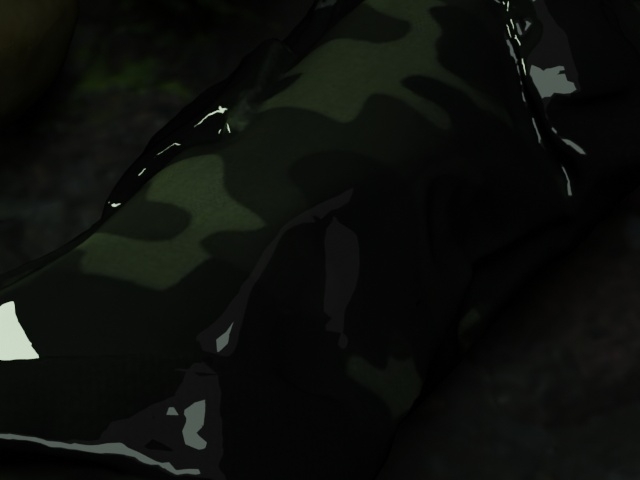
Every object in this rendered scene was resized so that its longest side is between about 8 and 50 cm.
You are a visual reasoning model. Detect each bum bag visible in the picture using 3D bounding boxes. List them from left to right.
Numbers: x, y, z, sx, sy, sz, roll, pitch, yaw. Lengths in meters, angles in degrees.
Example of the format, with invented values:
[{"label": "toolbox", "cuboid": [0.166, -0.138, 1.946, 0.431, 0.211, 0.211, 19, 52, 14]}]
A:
[{"label": "bum bag", "cuboid": [0.000, 0.000, 0.437, 0.144, 0.095, 0.340, 27, 52, 21]}]

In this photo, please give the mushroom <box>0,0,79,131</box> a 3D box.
[{"label": "mushroom", "cuboid": [-0.221, -0.139, 0.496, 0.328, 0.122, 0.159, 24, 69, 11]}]
